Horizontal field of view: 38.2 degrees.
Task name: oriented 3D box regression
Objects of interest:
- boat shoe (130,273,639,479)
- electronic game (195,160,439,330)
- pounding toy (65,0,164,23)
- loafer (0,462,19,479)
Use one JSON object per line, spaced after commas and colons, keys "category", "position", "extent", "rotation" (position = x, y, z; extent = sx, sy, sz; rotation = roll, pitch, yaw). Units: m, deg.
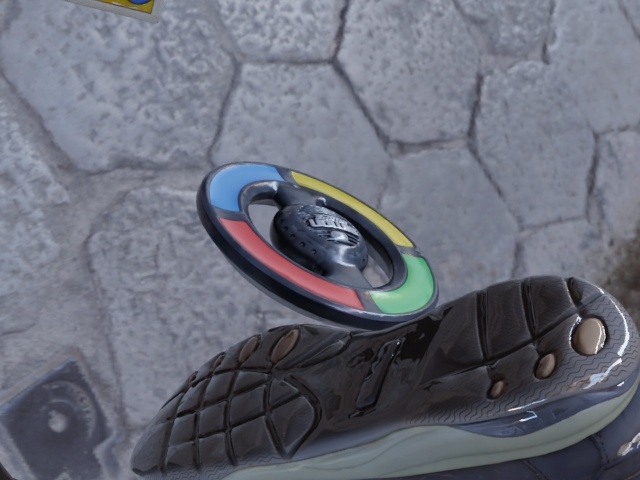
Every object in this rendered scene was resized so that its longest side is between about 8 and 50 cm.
{"category": "boat shoe", "position": [0.028, 0.128, 0.543], "extent": [0.130, 0.355, 0.132], "rotation": [56, 43, -21]}
{"category": "electronic game", "position": [0.000, 0.000, 0.803], "extent": [0.229, 0.048, 0.229], "rotation": [24, 25, -12]}
{"category": "pounding toy", "position": [-0.225, -0.321, 1.009], "extent": [0.130, 0.141, 0.100], "rotation": [10, 42, -18]}
{"category": "loafer", "position": [-0.304, 0.178, 0.751], "extent": [0.078, 0.080, 0.220], "rotation": [-49, 123, -2]}
